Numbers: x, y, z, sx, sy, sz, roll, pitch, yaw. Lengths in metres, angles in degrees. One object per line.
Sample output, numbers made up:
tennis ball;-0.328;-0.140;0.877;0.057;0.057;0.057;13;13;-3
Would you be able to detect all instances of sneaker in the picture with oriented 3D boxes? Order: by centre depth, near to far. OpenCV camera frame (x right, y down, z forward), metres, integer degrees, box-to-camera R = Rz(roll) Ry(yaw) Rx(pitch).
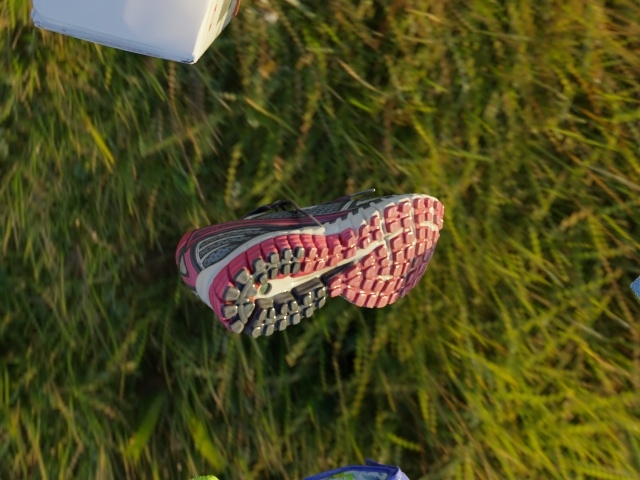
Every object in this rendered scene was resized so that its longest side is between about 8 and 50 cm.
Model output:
sneaker;0.000;0.000;1.580;0.299;0.112;0.120;-11;124;-38

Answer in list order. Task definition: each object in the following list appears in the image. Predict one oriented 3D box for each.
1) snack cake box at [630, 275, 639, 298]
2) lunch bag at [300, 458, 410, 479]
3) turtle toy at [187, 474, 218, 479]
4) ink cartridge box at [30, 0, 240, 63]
snack cake box;0.476;0.120;1.760;0.264;0.152;0.089;35;107;-32
lunch bag;0.055;0.299;1.669;0.151;0.096;0.129;-21;115;35
turtle toy;-0.110;0.265;1.378;0.095;0.066;0.130;14;97;11
ink cartridge box;-0.079;-0.193;0.869;0.092;0.218;0.158;15;105;0
